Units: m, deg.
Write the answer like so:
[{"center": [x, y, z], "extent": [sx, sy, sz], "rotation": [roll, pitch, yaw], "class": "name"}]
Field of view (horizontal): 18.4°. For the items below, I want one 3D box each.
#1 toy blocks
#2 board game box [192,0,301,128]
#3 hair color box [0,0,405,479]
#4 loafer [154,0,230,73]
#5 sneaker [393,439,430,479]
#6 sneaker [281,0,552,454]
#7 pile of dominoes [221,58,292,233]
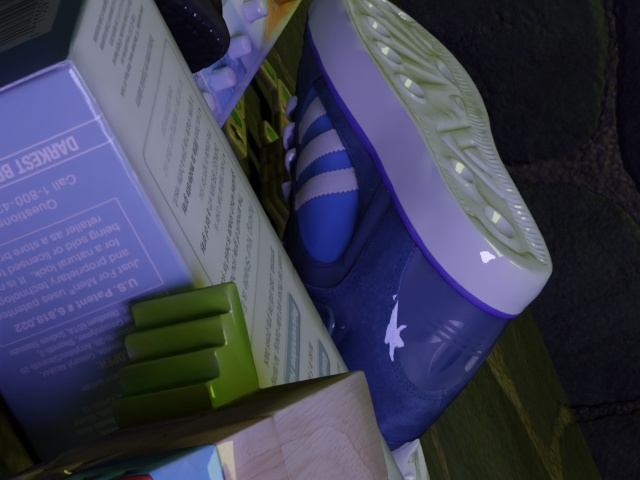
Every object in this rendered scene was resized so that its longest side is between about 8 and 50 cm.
[{"center": [-0.041, 0.216, 0.729], "extent": [0.261, 0.191, 0.381], "rotation": [-16, 94, -66], "class": "toy blocks"}, {"center": [-0.123, -0.245, 1.182], "extent": [0.390, 0.050, 0.390], "rotation": [63, 29, -25], "class": "board game box"}, {"center": [-0.074, 0.053, 0.980], "extent": [0.185, 0.114, 0.374], "rotation": [-90, 155, -62], "class": "hair color box"}, {"center": [-0.123, -0.169, 1.022], "extent": [0.220, 0.080, 0.078], "rotation": [49, 29, -49], "class": "loafer"}, {"center": [0.029, 0.157, 1.337], "extent": [0.118, 0.110, 0.292], "rotation": [-71, 147, -85], "class": "sneaker"}, {"center": [0.000, 0.000, 1.234], "extent": [0.130, 0.236, 0.322], "rotation": [26, 27, -35], "class": "sneaker"}, {"center": [-0.017, -0.078, 1.637], "extent": [0.196, 0.040, 0.251], "rotation": [53, 17, -29], "class": "pile of dominoes"}]
